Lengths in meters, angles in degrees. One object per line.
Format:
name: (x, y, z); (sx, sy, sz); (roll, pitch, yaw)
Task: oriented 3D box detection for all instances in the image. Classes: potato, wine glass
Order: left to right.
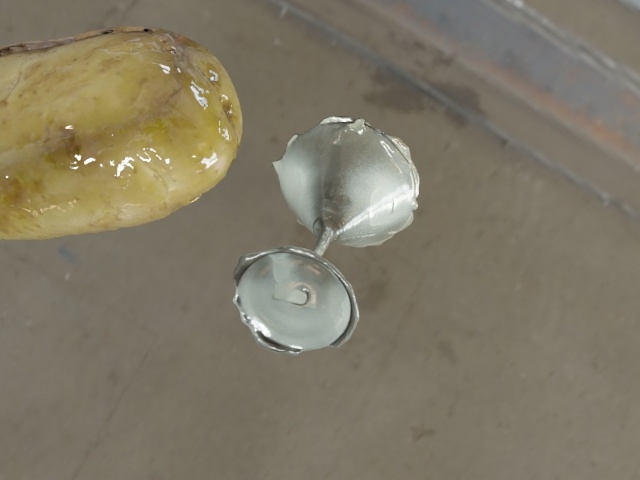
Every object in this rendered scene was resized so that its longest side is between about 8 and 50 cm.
potato: (-0.116, -0.045, 0.752); (0.170, 0.080, 0.107); (-11, 46, 20)
wine glass: (0.000, 0.000, 1.251); (0.122, 0.122, 0.183); (30, 36, -2)
